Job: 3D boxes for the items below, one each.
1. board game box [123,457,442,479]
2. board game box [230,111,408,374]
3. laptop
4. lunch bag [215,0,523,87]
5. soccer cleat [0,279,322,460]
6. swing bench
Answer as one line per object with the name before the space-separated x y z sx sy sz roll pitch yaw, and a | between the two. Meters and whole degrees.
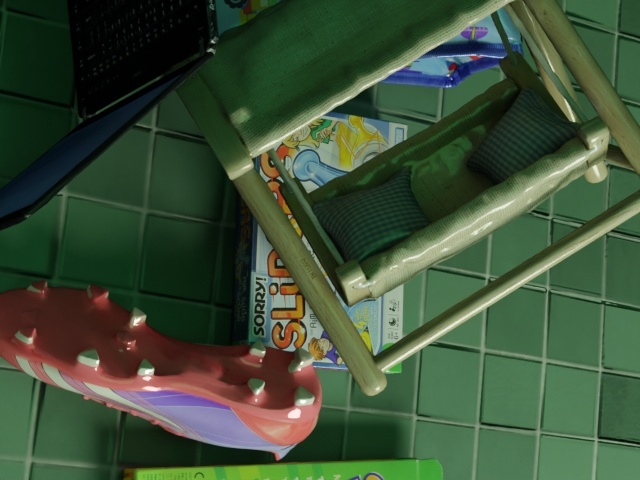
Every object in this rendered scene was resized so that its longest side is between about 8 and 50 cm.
board game box | -0.021 0.227 1.050 0.259 0.039 0.124 3 82 -26
board game box | 0.000 0.000 1.093 0.136 0.035 0.201 6 80 -28
laptop | -0.173 -0.133 0.902 0.137 0.234 0.264 -4 86 -30
lunch bag | -0.005 -0.239 1.084 0.293 0.138 0.221 -1 86 -20
soccer cleat | -0.120 0.099 0.993 0.248 0.095 0.083 14 42 -13
swing bench | 0.063 -0.078 0.973 0.253 0.165 0.254 -32 103 -2
